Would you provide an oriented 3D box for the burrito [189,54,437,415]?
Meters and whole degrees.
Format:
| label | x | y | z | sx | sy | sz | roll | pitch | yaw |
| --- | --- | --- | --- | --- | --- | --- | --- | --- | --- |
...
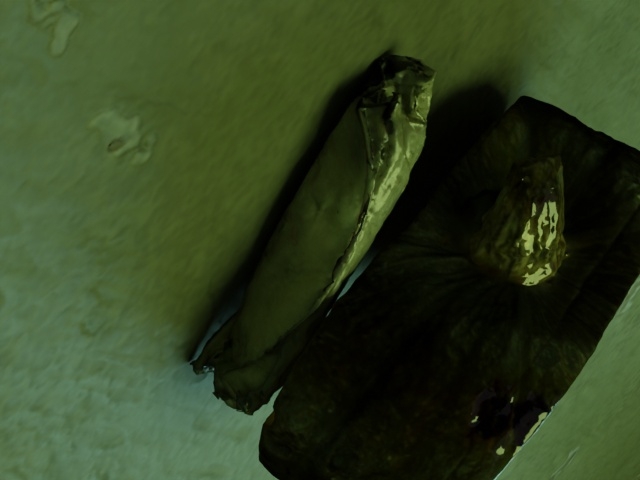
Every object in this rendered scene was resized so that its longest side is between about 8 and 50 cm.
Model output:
| label | x | y | z | sx | sy | sz | roll | pitch | yaw |
| --- | --- | --- | --- | --- | --- | --- | --- | --- | --- |
| burrito | 0.000 | -0.001 | 1.124 | 0.229 | 0.058 | 0.063 | -57 | 176 | 16 |

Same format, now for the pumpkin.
| label | x | y | z | sx | sy | sz | roll | pitch | yaw |
| --- | --- | --- | --- | --- | --- | --- | --- | --- | --- |
| pumpkin | 0.099 | 0.039 | 1.195 | 0.317 | 0.139 | 0.222 | -45 | 171 | -39 |
